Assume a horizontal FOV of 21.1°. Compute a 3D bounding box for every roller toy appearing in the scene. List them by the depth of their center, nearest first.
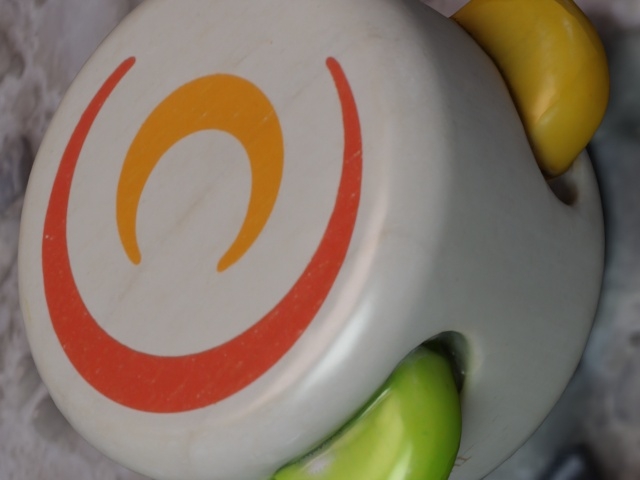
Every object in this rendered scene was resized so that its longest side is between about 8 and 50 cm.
[{"bbox_3d":[0.000,0.000,0.634,0.191,0.146,0.209,7,80,40],"label":"roller toy"}]
